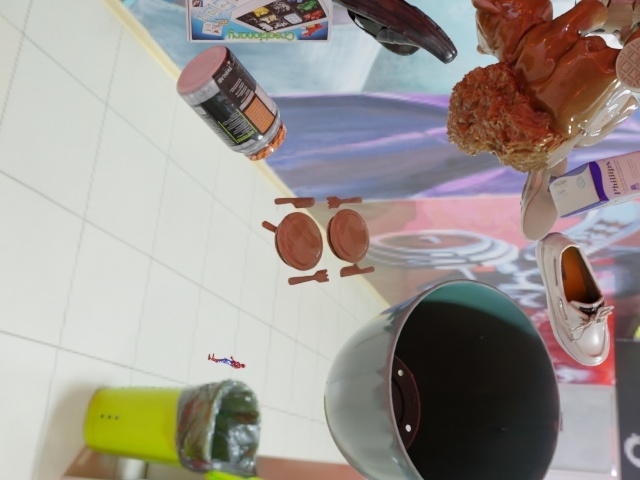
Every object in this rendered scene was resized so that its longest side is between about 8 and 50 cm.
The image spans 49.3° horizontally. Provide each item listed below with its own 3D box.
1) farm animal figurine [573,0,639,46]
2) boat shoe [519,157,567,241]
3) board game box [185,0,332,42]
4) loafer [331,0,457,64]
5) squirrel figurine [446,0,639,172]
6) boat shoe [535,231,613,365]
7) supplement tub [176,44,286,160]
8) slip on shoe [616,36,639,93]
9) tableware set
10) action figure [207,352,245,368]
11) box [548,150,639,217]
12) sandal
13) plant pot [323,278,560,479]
[{"bbox_3d":[0.707,-0.488,1.530,0.330,0.326,0.172,-13,119,-45],"label":"farm animal figurine"},{"bbox_3d":[0.498,-0.099,1.589,0.081,0.079,0.227,147,-36,-74],"label":"boat shoe"},{"bbox_3d":[-0.126,-0.511,1.443,0.053,0.305,0.193,-118,-153,-60],"label":"board game box"},{"bbox_3d":[0.119,-0.349,1.118,0.078,0.223,0.076,-53,-175,22],"label":"loafer"},{"bbox_3d":[0.423,-0.347,1.444,0.370,0.397,0.281,49,3,23],"label":"squirrel figurine"},{"bbox_3d":[0.642,0.158,1.695,0.156,0.135,0.367,-126,-164,-76],"label":"boat shoe"},{"bbox_3d":[-0.248,-0.387,2.015,0.316,0.193,0.194,48,41,-38],"label":"supplement tub"},{"bbox_3d":[0.607,-0.262,1.002,0.101,0.331,0.123,-2,94,-51],"label":"slip on shoe"},{"bbox_3d":[0.000,0.000,1.059,0.194,0.039,0.128,-5,84,-45],"label":"tableware set"},{"bbox_3d":[-0.257,0.337,1.948,0.115,0.038,0.030,28,59,-32],"label":"action figure"},{"bbox_3d":[0.484,-0.096,1.180,0.126,0.137,0.072,139,-62,-74],"label":"box"},{"bbox_3d":[0.090,-0.448,1.375,0.054,0.254,0.097,-54,-174,-29],"label":"sandal"},{"bbox_3d":[0.140,0.220,0.969,0.293,0.235,0.293,11,70,-31],"label":"plant pot"}]
